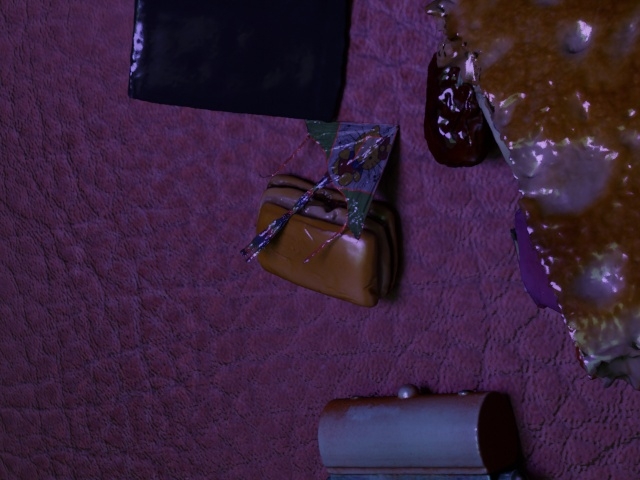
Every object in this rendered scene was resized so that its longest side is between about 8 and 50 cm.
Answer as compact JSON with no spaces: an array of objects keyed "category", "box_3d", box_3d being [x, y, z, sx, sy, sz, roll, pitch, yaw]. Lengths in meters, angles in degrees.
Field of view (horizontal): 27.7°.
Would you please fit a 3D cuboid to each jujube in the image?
[{"category":"jujube","box_3d":[0.143,-0.141,1.379,0.077,0.077,0.129,-2,99,40]}]

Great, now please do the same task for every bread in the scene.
[{"category":"bread","box_3d":[0.000,0.000,1.549,0.200,0.077,0.116,19,124,34]}]

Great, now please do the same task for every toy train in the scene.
[{"category":"toy train","box_3d":[0.112,0.256,1.523,0.285,0.116,0.177,-9,87,42]}]

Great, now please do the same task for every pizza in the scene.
[{"category":"pizza","box_3d":[0.272,-0.127,1.102,0.406,0.130,0.440,39,92,31]}]

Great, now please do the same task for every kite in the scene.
[{"category":"kite","box_3d":[-0.006,-0.063,1.509,0.244,0.006,0.198,-38,54,16]}]

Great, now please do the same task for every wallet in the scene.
[{"category":"wallet","box_3d":[-0.084,-0.297,1.455,0.247,0.041,0.323,7,114,-2]}]

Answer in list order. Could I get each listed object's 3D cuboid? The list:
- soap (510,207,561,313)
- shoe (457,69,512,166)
[{"category":"soap","box_3d":[0.315,0.006,1.218,0.289,0.182,0.112,-3,105,34]},{"category":"shoe","box_3d":[0.203,-0.174,1.255,0.128,0.140,0.262,-26,87,23]}]
